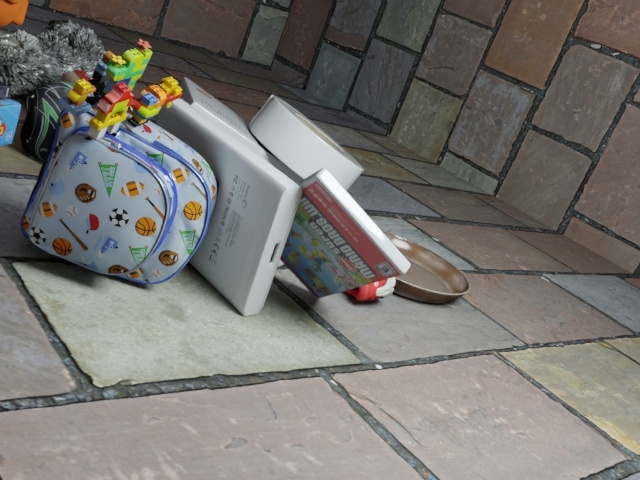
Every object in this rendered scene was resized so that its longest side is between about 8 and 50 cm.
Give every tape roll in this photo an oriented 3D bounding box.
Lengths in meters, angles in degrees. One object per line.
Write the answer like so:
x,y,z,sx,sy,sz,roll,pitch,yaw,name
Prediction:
-0.033,-0.224,1.755,0.286,0.100,0.286,38,11,-9,tape roll

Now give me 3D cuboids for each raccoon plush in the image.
-0.609,-0.388,1.781,0.446,0.216,0.299,22,26,-1,raccoon plush

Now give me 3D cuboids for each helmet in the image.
-0.519,-0.240,1.487,0.169,0.161,0.169,20,18,-7,helmet

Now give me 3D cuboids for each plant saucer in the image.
0.181,0.058,1.617,0.311,0.050,0.310,19,18,-6,plant saucer

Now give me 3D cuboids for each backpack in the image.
-0.295,-0.065,1.111,0.263,0.276,0.213,23,22,-16,backpack

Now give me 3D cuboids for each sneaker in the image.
0.022,0.029,1.442,0.279,0.107,0.118,32,29,35,sneaker

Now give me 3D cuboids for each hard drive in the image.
-0.186,-0.067,1.234,0.047,0.233,0.353,-6,34,-45,hard drive

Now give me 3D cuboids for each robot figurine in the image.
-0.784,-0.575,1.679,0.158,0.128,0.219,51,11,24,robot figurine

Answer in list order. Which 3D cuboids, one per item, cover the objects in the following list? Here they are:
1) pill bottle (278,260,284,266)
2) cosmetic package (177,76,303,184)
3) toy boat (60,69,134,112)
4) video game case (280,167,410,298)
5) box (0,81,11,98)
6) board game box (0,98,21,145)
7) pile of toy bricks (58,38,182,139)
-0.145,-0.045,1.424,0.216,0.121,0.121,32,20,30,pill bottle
-0.192,-0.229,1.777,0.377,0.097,0.284,33,9,-26,cosmetic package
-0.502,-0.302,1.673,0.151,0.151,0.231,-11,33,-26,toy boat
0.000,0.000,1.204,0.204,0.025,0.285,48,-29,-11,video game case
-0.670,-0.303,1.337,0.162,0.029,0.116,29,19,21,box
-0.750,-0.243,1.265,0.308,0.086,0.302,23,18,6,board game box
-0.273,-0.236,1.036,0.118,0.105,0.212,39,32,3,pile of toy bricks
